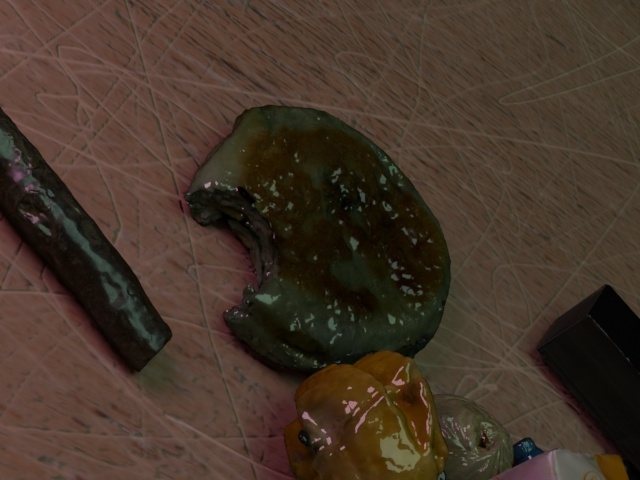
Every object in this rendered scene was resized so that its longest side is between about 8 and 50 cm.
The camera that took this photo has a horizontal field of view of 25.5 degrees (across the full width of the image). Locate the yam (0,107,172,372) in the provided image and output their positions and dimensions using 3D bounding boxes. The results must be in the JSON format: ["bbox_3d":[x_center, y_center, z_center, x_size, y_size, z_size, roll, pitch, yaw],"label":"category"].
[{"bbox_3d":[-0.220,-0.010,1.178,0.274,0.061,0.061,51,42,-4],"label":"yam"}]

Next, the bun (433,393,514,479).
[{"bbox_3d":[0.139,0.193,1.351,0.115,0.069,0.115,26,41,-25],"label":"bun"}]

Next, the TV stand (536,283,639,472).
[{"bbox_3d":[0.361,0.184,1.538,0.269,0.083,0.088,50,33,-1],"label":"TV stand"}]

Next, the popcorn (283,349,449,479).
[{"bbox_3d":[0.040,0.178,1.228,0.152,0.148,0.167,31,53,-54],"label":"popcorn"}]

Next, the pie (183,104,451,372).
[{"bbox_3d":[0.006,-0.001,1.368,0.302,0.067,0.302,22,51,-31],"label":"pie"}]

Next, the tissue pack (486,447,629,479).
[{"bbox_3d":[0.202,0.321,1.246,0.124,0.185,0.225,8,58,-38],"label":"tissue pack"}]

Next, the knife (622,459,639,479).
[{"bbox_3d":[0.358,0.273,1.541,0.245,0.019,0.072,11,57,-40],"label":"knife"}]

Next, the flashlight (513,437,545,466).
[{"bbox_3d":[0.236,0.257,1.423,0.051,0.051,0.129,-20,72,-47],"label":"flashlight"}]
